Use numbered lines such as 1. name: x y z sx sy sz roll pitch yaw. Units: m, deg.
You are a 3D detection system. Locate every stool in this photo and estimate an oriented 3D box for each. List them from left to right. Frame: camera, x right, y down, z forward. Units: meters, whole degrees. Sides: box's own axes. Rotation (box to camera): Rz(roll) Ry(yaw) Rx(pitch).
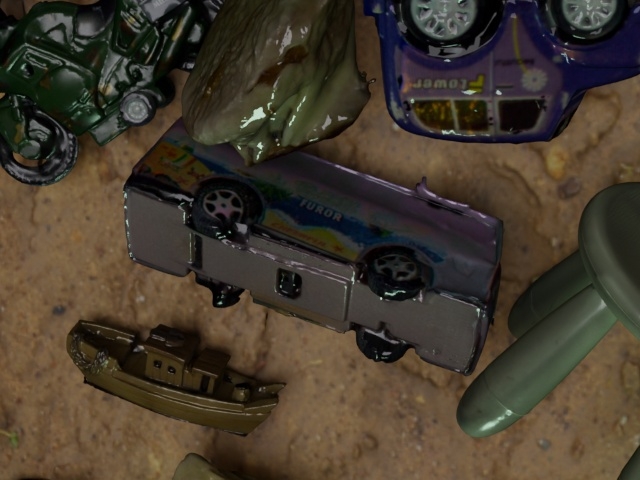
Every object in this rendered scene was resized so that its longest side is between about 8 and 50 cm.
1. stool: 0.244 0.086 0.968 0.195 0.195 0.199 34 130 5

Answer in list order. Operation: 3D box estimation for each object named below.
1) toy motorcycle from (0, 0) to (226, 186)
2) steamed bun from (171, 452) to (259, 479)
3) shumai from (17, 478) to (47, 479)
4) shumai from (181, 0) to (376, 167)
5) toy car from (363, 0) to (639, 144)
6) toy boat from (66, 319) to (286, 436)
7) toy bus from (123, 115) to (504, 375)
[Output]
1. toy motorcycle: -0.201 -0.179 1.079 0.274 0.125 0.187 -31 102 14
2. steamed bun: -0.017 0.402 1.072 0.428 0.189 0.247 38 128 12
3. shumai: -0.299 0.388 1.151 0.346 0.217 0.283 4 102 15
4. shumai: -0.019 -0.133 0.957 0.120 0.201 0.201 32 107 -23
5. toy car: 0.154 -0.161 0.984 0.235 0.172 0.158 2 117 10
6. toy boat: -0.132 0.116 1.138 0.206 0.064 0.072 15 120 9
7. toy bus: 0.000 0.000 1.044 0.317 0.138 0.112 20 139 10
